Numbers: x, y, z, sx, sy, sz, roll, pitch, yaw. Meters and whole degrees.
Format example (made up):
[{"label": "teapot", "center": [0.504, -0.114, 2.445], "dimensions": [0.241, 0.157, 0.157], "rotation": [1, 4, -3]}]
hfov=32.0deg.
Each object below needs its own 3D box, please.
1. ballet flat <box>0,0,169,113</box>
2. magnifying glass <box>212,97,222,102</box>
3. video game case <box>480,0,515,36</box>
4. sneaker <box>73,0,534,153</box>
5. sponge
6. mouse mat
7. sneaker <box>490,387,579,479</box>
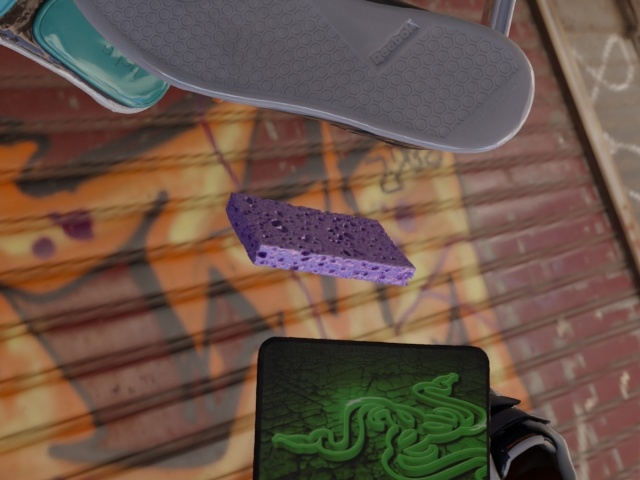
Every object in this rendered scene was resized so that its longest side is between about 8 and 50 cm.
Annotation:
[{"label": "ballet flat", "center": [-0.318, -0.269, 1.162], "dimensions": [0.139, 0.139, 0.400], "rotation": [-22, 141, 27]}, {"label": "magnifying glass", "center": [-0.146, -0.288, 1.810], "dimensions": [0.026, 0.092, 0.231], "rotation": [6, 158, -16]}, {"label": "video game case", "center": [0.199, -0.239, 1.299], "dimensions": [0.026, 0.206, 0.227], "rotation": [13, 172, 4]}, {"label": "sneaker", "center": [-0.015, -0.123, 0.706], "dimensions": [0.296, 0.104, 0.147], "rotation": [20, -177, 5]}, {"label": "sponge", "center": [0.000, 0.000, 1.323], "dimensions": [0.210, 0.117, 0.031], "rotation": [9, 118, -28]}, {"label": "mouse mat", "center": [0.042, 0.152, 0.850], "dimensions": [0.190, 0.152, 0.007], "rotation": [4, 169, -16]}, {"label": "sneaker", "center": [0.244, 0.268, 1.476], "dimensions": [0.126, 0.321, 0.127], "rotation": [-29, 134, -14]}]
